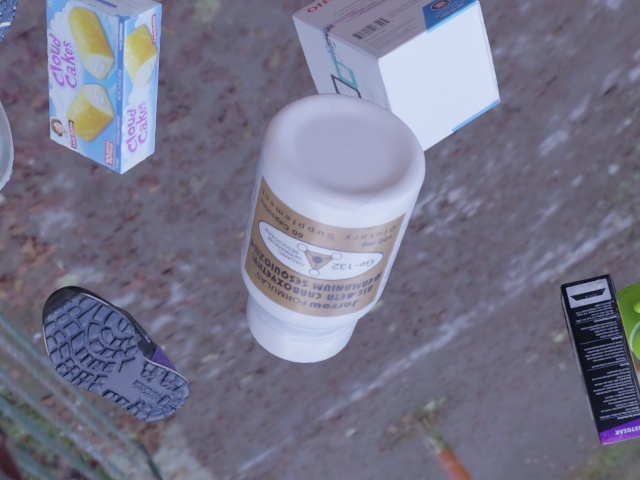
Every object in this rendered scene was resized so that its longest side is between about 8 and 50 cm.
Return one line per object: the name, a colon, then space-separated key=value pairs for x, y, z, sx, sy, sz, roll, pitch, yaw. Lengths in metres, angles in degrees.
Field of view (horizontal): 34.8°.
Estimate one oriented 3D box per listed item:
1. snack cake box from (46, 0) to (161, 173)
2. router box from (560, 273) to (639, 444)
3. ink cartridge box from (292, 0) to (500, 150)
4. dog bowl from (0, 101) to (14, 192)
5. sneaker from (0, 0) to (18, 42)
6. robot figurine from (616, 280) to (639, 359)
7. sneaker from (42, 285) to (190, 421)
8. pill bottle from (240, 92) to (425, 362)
snack cake box: x=-0.333 y=-0.254 z=1.565 sx=0.089 sy=0.152 sz=0.264 roll=-44 pitch=152 yaw=-47
router box: x=0.248 y=0.107 z=0.900 sx=0.046 sy=0.133 sz=0.179 roll=-14 pitch=169 yaw=11
ink cartridge box: x=0.122 y=-0.302 z=1.687 sx=0.198 sy=0.270 sz=0.197 roll=-33 pitch=129 yaw=-14
dog bowl: x=-0.675 y=-0.195 z=1.573 sx=0.150 sy=0.408 sz=0.408 roll=-31 pitch=157 yaw=20
sneaker: x=-0.489 y=-0.393 z=1.369 sx=0.110 sy=0.122 sz=0.283 roll=-21 pitch=125 yaw=-27
robot figurine: x=0.373 y=0.095 z=1.151 sx=0.067 sy=0.115 sz=0.101 roll=-23 pitch=122 yaw=9
sneaker: x=-0.284 y=0.130 z=1.331 sx=0.107 sy=0.124 sz=0.283 roll=-36 pitch=140 yaw=-4
pill bottle: x=0.000 y=0.000 z=0.872 sx=0.131 sy=0.131 sz=0.229 roll=-21 pitch=148 yaw=-28
